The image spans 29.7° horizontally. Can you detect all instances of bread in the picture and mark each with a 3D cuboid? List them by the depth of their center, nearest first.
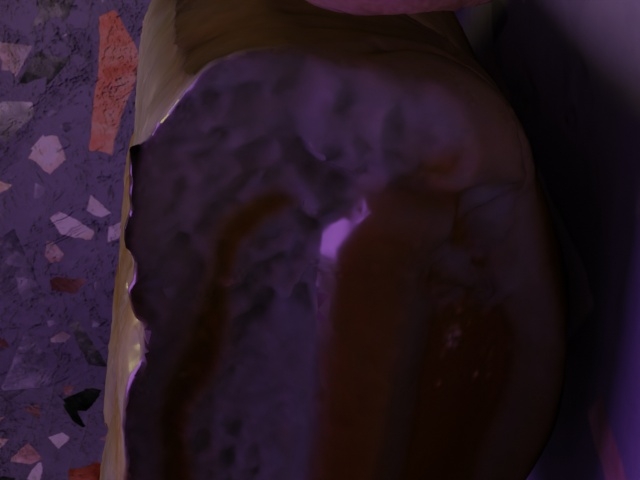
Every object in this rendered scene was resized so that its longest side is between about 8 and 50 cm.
[{"bbox_3d":[0.000,0.000,0.607,0.341,0.210,0.300,-107,26,-64],"label":"bread"}]

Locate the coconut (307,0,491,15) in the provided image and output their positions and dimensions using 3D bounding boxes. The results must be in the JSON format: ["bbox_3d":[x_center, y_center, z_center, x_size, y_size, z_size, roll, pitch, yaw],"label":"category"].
[{"bbox_3d":[0.018,-0.181,0.303,0.233,0.233,0.245,-124,34,-76],"label":"coconut"}]
